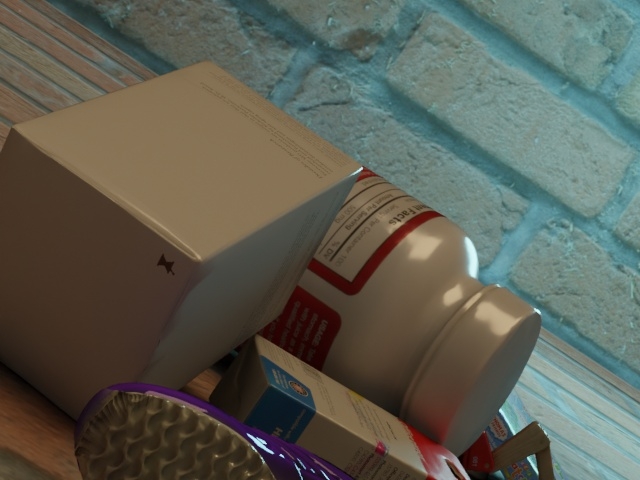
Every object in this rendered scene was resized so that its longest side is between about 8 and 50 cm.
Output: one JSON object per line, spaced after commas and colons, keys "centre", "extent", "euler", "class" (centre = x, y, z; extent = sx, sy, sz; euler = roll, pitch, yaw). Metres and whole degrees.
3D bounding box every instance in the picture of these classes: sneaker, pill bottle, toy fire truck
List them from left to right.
{"centre": [-0.057, 0.173, 1.007], "extent": [0.293, 0.102, 0.146], "euler": [35, 2, -29], "class": "sneaker"}
{"centre": [0.007, 0.037, 1.486], "extent": [0.407, 0.229, 0.229], "euler": [33, 7, 21], "class": "pill bottle"}
{"centre": [0.191, 0.220, 1.559], "extent": [0.135, 0.192, 0.047], "euler": [6, 5, 4], "class": "toy fire truck"}

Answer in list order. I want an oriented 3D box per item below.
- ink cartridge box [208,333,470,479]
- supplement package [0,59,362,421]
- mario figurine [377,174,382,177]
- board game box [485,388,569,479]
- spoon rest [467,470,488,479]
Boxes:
{"centre": [0.023, 0.185, 1.287], "extent": [0.231, 0.078, 0.134], "euler": [32, 8, -16], "class": "ink cartridge box"}
{"centre": [-0.127, -0.006, 1.173], "extent": [0.175, 0.178, 0.293], "euler": [36, 26, 11], "class": "supplement package"}
{"centre": [0.000, 0.000, 1.770], "extent": [0.321, 0.170, 0.198], "euler": [57, -12, -21], "class": "mario figurine"}
{"centre": [0.236, 0.249, 1.728], "extent": [0.160, 0.039, 0.211], "euler": [59, 10, 5], "class": "board game box"}
{"centre": [0.096, 0.184, 1.680], "extent": [0.276, 0.084, 0.137], "euler": [45, 3, -27], "class": "spoon rest"}
